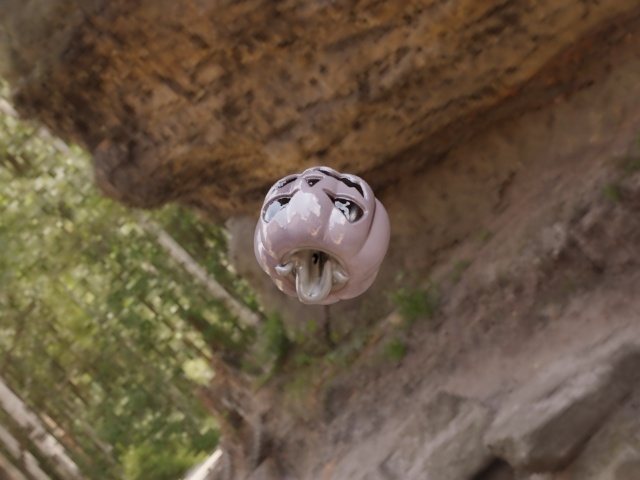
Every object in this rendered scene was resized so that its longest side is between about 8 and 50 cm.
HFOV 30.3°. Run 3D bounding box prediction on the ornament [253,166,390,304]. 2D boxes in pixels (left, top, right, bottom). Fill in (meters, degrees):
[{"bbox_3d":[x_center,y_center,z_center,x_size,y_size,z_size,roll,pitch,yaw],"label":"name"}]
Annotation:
[{"bbox_3d":[0.001,0.000,1.521,0.177,0.177,0.177,-45,2,2],"label":"ornament"}]
